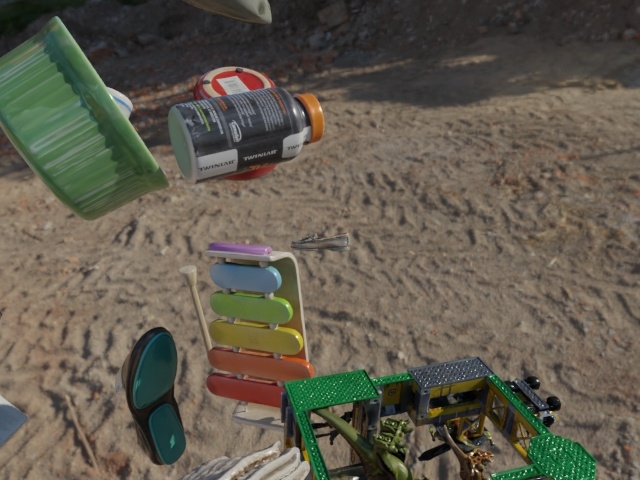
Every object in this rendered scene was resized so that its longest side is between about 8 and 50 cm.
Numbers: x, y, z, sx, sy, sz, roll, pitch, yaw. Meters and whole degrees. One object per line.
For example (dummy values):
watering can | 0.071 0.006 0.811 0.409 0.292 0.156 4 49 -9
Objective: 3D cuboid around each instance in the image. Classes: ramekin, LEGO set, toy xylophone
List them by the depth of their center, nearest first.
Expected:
LEGO set | 0.098 0.269 0.572 0.331 0.192 0.255 -9 26 -23
toy xylophone | -0.118 0.145 0.851 0.236 0.323 0.081 -5 19 25
ramekin | -0.389 -0.178 0.866 0.148 0.303 0.303 -34 35 -10

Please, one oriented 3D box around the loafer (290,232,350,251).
loafer | 0.000 0.000 1.138 0.125 0.039 0.045 1 14 -4

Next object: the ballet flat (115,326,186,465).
ballet flat | -0.288 0.254 0.891 0.096 0.280 0.095 18 29 31

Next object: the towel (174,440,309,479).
towel | -0.157 0.232 0.414 0.282 0.049 0.187 -31 -14 24

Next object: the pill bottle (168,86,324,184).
pill bottle | -0.118 -0.184 0.911 0.245 0.130 0.130 -18 30 -24

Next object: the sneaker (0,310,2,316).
sneaker | -0.657 0.177 0.864 0.275 0.110 0.107 -34 -5 -24

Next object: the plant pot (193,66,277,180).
plant pot | -0.168 -0.246 1.112 0.191 0.174 0.191 6 46 -7

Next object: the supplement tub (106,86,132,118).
supplement tub | -0.356 -0.188 0.879 0.071 0.071 0.107 9 73 30

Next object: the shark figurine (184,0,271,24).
shark figurine | -0.176 -0.227 0.367 0.278 0.116 0.166 35 7 3

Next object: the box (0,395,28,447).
box | -0.584 0.323 0.921 0.101 0.102 0.087 -44 8 23
